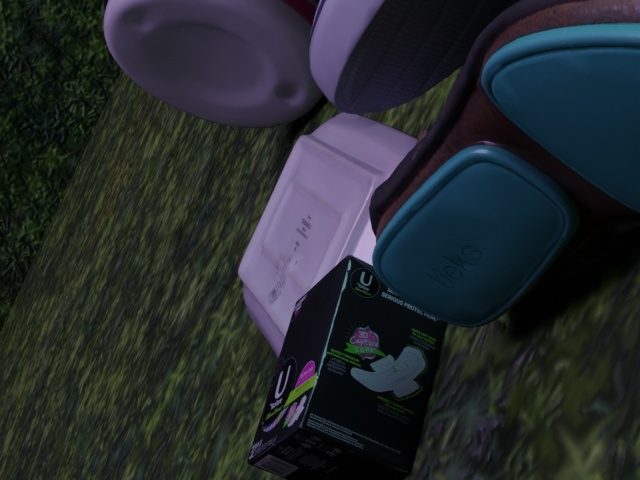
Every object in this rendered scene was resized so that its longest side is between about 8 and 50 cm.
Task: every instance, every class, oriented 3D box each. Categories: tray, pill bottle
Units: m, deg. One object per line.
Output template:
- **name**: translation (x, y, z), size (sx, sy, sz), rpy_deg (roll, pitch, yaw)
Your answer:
- **tray**: translation (0.000, 0.000, 0.907), size (0.145, 0.030, 0.270), rpy_deg (-66, 13, 4)
- **pill bottle**: translation (-0.037, -0.237, 1.174), size (0.160, 0.160, 0.283), rpy_deg (-43, 27, 59)

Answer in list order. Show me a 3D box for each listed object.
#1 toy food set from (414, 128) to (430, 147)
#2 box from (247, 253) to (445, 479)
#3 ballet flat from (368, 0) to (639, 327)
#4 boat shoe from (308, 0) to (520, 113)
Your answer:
- **toy food set**: translation (0.068, -0.022, 0.710), size (0.122, 0.019, 0.078), rpy_deg (1, 68, 67)
- **box**: translation (0.012, 0.060, 0.705), size (0.062, 0.052, 0.083), rpy_deg (-41, 27, 57)
- **ballet flat**: translation (0.088, -0.047, 0.525), size (0.096, 0.095, 0.280), rpy_deg (-58, 10, -20)
- **boat shoe**: translation (0.067, -0.182, 0.718), size (0.094, 0.109, 0.302), rpy_deg (56, 137, 25)
